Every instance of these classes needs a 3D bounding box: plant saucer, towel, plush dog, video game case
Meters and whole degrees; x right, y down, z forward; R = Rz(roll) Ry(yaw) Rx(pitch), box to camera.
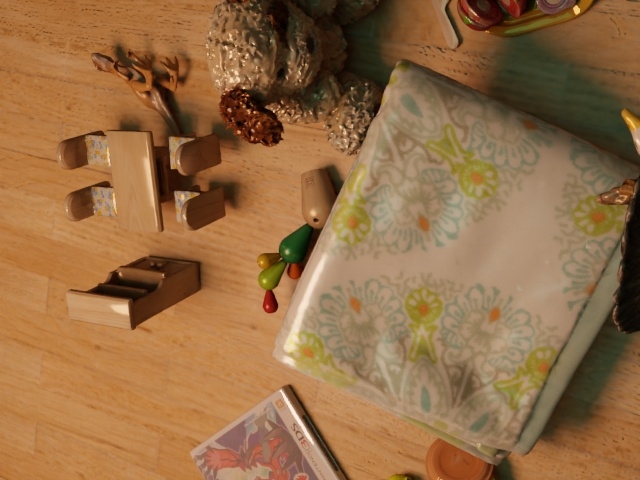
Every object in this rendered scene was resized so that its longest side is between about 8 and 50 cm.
[{"bbox_3d":[0.170,0.271,1.099,0.083,0.083,0.013,17,149,25],"label":"plant saucer"},{"bbox_3d":[0.154,0.035,0.996,0.320,0.090,0.375,24,104,-1],"label":"towel"},{"bbox_3d":[-0.051,-0.229,1.060,0.210,0.225,0.263,4,99,28],"label":"plush dog"},{"bbox_3d":[-0.071,0.329,1.262,0.201,0.023,0.183,-38,78,27],"label":"video game case"}]

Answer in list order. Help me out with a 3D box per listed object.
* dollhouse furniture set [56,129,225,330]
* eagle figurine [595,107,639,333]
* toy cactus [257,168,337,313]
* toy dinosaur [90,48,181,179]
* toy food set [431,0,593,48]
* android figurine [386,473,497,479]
[{"bbox_3d":[-0.259,-0.025,1.215,0.212,0.161,0.242,5,109,28],"label":"dollhouse furniture set"},{"bbox_3d":[0.334,-0.027,0.766,0.225,0.298,0.226,17,103,-1],"label":"eagle figurine"},{"bbox_3d":[0.000,0.000,1.146,0.219,0.112,0.181,-19,78,37],"label":"toy cactus"},{"bbox_3d":[-0.234,-0.204,1.269,0.211,0.064,0.112,48,143,7],"label":"toy dinosaur"},{"bbox_3d":[0.208,-0.295,1.000,0.217,0.071,0.128,-13,91,29],"label":"toy food set"},{"bbox_3d":[0.155,0.409,1.133,0.248,0.056,0.273,44,115,16],"label":"android figurine"}]
